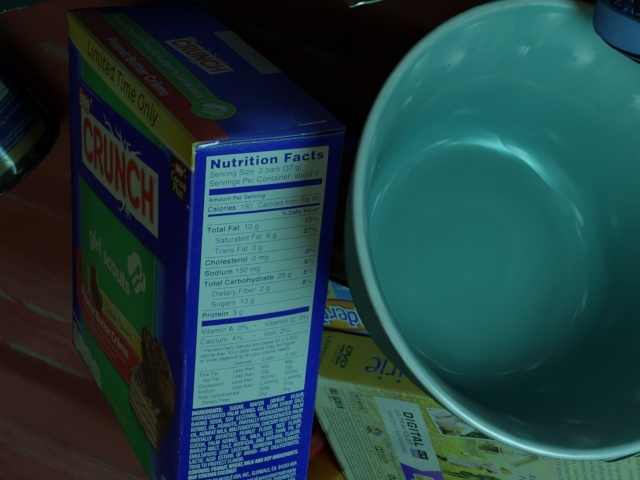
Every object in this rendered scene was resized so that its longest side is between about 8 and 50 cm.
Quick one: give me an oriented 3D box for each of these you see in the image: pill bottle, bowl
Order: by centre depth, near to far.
[{"bbox_3d":[0.139,0.002,0.952,0.311,0.312,0.163,38,159,-9],"label":"bowl"},{"bbox_3d":[-0.345,-0.142,1.194,0.122,0.123,0.219,-19,120,42],"label":"pill bottle"}]

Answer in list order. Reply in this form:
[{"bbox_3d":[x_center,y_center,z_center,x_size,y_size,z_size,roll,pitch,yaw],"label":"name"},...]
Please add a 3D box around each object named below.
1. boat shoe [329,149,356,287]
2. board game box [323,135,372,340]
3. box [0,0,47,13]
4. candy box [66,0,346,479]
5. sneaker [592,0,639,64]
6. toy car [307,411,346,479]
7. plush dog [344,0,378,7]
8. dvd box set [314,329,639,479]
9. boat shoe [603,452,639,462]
[{"bbox_3d":[0.123,0.020,1.082,0.307,0.104,0.110,22,175,-26],"label":"boat shoe"},{"bbox_3d":[0.000,0.000,1.192,0.160,0.047,0.210,5,134,26],"label":"board game box"},{"bbox_3d":[-0.310,-0.215,0.964,0.295,0.293,0.073,9,111,24],"label":"box"},{"bbox_3d":[-0.103,0.007,1.041,0.268,0.122,0.317,46,136,51],"label":"candy box"},{"bbox_3d":[0.284,-0.099,0.892,0.232,0.081,0.090,22,132,8],"label":"sneaker"},{"bbox_3d":[-0.056,0.209,1.361,0.182,0.159,0.136,33,132,-3],"label":"toy car"},{"bbox_3d":[0.100,-0.264,0.774,0.262,0.210,0.226,-2,105,30],"label":"plush dog"},{"bbox_3d":[0.214,0.218,1.246,0.420,0.062,0.308,7,144,24],"label":"dvd box set"},{"bbox_3d":[0.330,0.085,0.990,0.119,0.121,0.335,39,125,-15],"label":"boat shoe"}]
